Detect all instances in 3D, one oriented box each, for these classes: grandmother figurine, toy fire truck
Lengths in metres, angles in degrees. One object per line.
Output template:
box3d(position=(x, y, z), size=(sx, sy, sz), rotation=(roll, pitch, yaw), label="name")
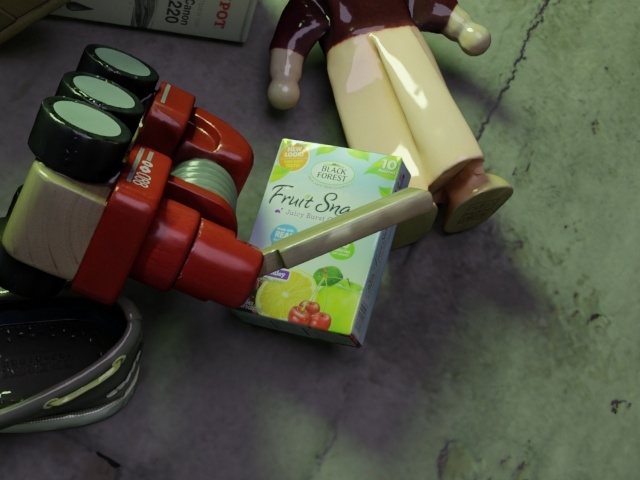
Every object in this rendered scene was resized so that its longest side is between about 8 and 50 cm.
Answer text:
box3d(position=(0.050, -0.168, 0.926), size=(0.208, 0.104, 0.342), rotation=(-11, 67, -27), label="grandmother figurine")
box3d(position=(-0.071, -0.032, 0.741), size=(0.246, 0.158, 0.217), rotation=(24, 20, -11), label="toy fire truck")

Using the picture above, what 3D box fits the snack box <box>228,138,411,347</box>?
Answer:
box3d(position=(0.000, 0.000, 0.807), size=(0.100, 0.037, 0.141), rotation=(11, 72, 20), label="snack box")

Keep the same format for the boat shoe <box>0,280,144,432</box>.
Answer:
box3d(position=(-0.262, 0.089, 0.690), size=(0.305, 0.091, 0.109), rotation=(-11, 65, -22), label="boat shoe")

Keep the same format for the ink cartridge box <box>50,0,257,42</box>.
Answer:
box3d(position=(-0.150, -0.256, 0.880), size=(0.218, 0.158, 0.092), rotation=(5, 59, -14), label="ink cartridge box")

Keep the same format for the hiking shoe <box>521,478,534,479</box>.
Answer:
box3d(position=(0.086, 0.298, 0.686), size=(0.304, 0.113, 0.132), rotation=(-39, 47, -24), label="hiking shoe")

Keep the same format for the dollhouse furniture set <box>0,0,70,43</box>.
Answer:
box3d(position=(-0.264, -0.085, 0.716), size=(0.174, 0.303, 0.355), rotation=(30, 49, -44), label="dollhouse furniture set")
